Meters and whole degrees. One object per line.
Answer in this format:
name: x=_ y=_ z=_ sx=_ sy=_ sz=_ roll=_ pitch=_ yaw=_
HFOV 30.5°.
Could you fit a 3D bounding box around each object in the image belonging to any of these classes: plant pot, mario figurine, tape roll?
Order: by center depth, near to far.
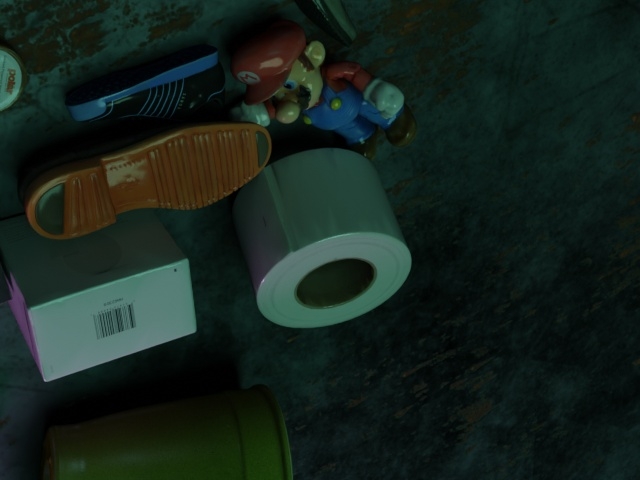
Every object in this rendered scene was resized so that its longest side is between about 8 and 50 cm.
mario figurine: x=-0.005 y=-0.190 z=1.732 sx=0.320 sy=0.170 sz=0.198 roll=25 pitch=107 yaw=-41
tape roll: x=0.000 y=0.000 z=1.803 sx=0.246 sy=0.169 sz=0.246 roll=-13 pitch=147 yaw=-9
plant pot: x=-0.264 y=0.412 z=1.881 sx=0.353 sy=0.366 sz=0.366 roll=3 pitch=118 yaw=-19

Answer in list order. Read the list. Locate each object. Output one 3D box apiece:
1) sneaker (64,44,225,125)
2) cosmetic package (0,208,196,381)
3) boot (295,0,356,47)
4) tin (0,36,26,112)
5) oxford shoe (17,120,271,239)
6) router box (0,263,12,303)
sneaker: x=-0.237 y=-0.196 z=1.645 sx=0.232 sy=0.081 sz=0.090 roll=-22 pitch=121 yaw=-19
cosmetic package: x=-0.323 y=0.053 z=1.661 sx=0.224 sy=0.225 sz=0.138 roll=-17 pitch=129 yaw=-20
boot: x=0.026 y=-0.403 z=1.672 sx=0.161 sy=0.083 sz=0.246 roll=-45 pitch=133 yaw=-5
tin: x=-0.475 y=-0.215 z=1.522 sx=0.189 sy=0.040 sz=0.106 roll=0 pitch=124 yaw=-31
oxford shoe: x=-0.248 y=-0.114 z=1.657 sx=0.363 sy=0.133 sz=0.130 roll=-14 pitch=124 yaw=-21
router box: x=-0.475 y=-0.014 z=1.587 sx=0.046 sy=0.133 sz=0.179 roll=-22 pitch=128 yaw=-18
